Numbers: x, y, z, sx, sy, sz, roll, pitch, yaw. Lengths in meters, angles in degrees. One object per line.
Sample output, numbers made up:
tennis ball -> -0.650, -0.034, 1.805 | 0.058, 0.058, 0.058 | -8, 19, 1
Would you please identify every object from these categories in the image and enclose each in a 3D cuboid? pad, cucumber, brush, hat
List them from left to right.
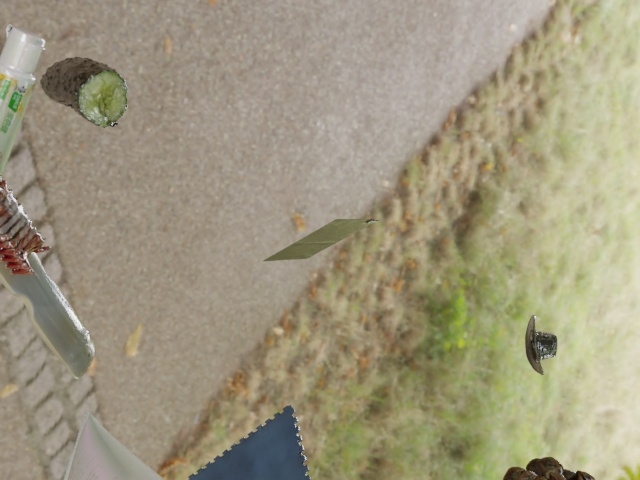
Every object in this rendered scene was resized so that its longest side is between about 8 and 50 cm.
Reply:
brush -> -0.325, 0.043, 0.991 | 0.321, 0.050, 0.060 | 72, 26, -42
cucumber -> -0.335, -0.215, 1.189 | 0.303, 0.072, 0.081 | 29, -62, 58
pad -> -0.122, 0.433, 1.397 | 0.012, 0.269, 0.270 | 42, 20, -35
pad -> 0.000, 0.000, 1.483 | 0.116, 0.193, 0.004 | -1, 69, -48
hat -> 0.415, 0.193, 1.609 | 0.121, 0.050, 0.121 | -5, 90, -87

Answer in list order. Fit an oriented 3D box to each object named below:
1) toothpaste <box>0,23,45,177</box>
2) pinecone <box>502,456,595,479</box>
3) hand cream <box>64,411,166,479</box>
toothpaste -> -0.391, -0.093, 0.993 | 0.315, 0.058, 0.056 | -64, 163, 11
pinecone -> 0.359, 0.430, 1.307 | 0.208, 0.207, 0.208 | 14, 90, -79
hand cream -> -0.213, 0.314, 0.932 | 0.118, 0.358, 0.186 | 16, 84, -35
